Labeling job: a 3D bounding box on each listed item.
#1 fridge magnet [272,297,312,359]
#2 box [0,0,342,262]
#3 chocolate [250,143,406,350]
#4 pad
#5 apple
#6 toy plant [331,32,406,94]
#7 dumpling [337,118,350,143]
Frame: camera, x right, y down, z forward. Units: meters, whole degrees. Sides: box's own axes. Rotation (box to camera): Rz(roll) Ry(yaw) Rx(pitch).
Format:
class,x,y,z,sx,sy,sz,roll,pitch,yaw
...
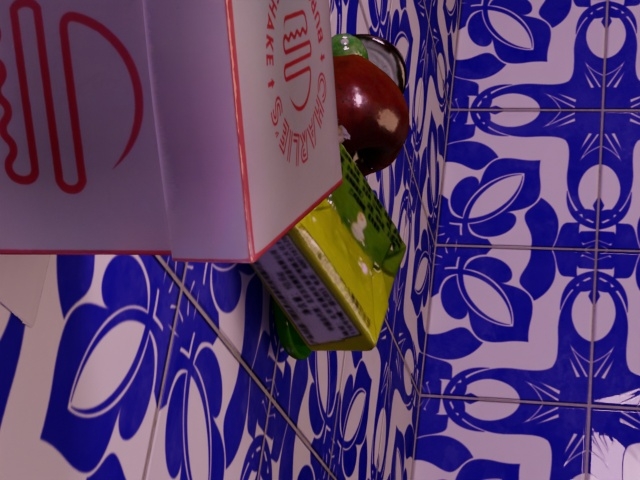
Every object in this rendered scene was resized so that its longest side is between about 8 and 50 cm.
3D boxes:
class,x,y,z,sx,sy,sz,roll,pitch,yaw
fridge magnet,-0.033,0.108,2.172,0.208,0.088,0.208,-5,90,-75
box,-0.165,-0.165,1.194,0.314,0.300,0.312,-45,134,-67
chocolate,0.000,0.000,2.030,0.300,0.137,0.288,56,30,-24
pad,-0.305,-0.041,1.271,0.156,0.004,0.232,62,33,-62
apple,0.048,-0.218,2.186,0.234,0.234,0.233,2,90,-76
toy plant,0.083,-0.305,2.386,0.218,0.175,0.235,60,18,-7
dumpling,-0.041,-0.188,1.952,0.086,0.166,0.332,-47,-166,18
